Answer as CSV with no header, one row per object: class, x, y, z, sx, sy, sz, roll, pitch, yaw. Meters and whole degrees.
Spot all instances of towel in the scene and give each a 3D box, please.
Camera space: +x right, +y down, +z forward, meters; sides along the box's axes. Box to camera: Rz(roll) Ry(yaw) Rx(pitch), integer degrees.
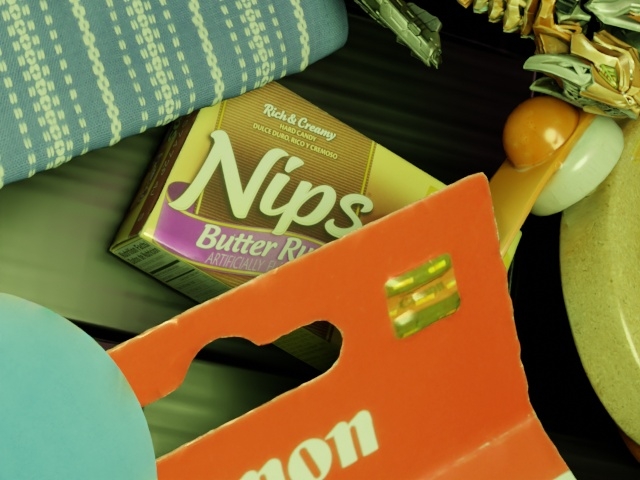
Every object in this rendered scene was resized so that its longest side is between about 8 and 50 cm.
towel,-0.120,-0.162,0.817,0.336,0.040,0.243,-27,102,-49

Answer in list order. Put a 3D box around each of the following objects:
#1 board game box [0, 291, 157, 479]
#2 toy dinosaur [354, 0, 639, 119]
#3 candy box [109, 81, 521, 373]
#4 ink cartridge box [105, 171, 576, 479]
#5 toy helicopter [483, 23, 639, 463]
board game box,-0.144,0.102,0.703,0.168,0.033,0.133,-40,112,-20
toy dinosaur,0.078,-0.211,0.887,0.218,0.164,0.322,-42,95,3
candy box,0.000,0.000,0.938,0.186,0.053,0.109,31,68,-18
ink cartridge box,0.016,0.205,0.819,0.308,0.091,0.385,-26,116,-24
toy helicopter,0.167,-0.057,0.975,0.235,0.140,0.355,19,58,-36
